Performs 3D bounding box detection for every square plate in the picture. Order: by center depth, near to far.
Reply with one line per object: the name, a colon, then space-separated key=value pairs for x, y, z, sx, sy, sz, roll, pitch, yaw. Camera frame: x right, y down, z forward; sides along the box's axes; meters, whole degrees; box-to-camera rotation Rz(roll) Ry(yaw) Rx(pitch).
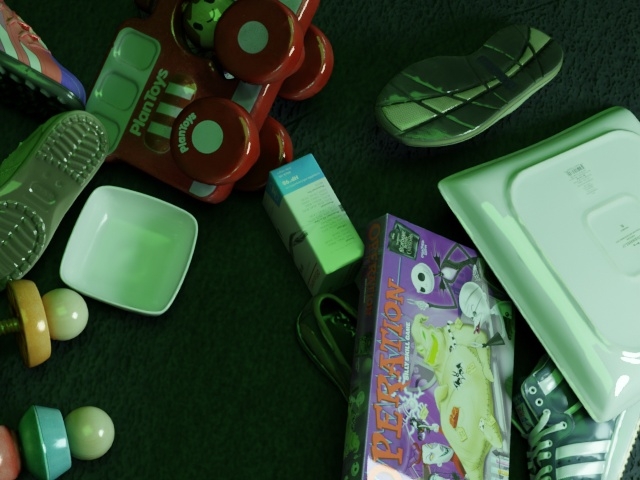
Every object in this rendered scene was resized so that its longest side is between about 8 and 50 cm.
square plate: x=0.365 y=0.006 z=1.539 sx=0.347 sy=0.049 sz=0.344 roll=-23 pitch=73 yaw=-32

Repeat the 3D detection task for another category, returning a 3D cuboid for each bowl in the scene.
bowl: x=-0.225 y=0.018 z=1.490 sx=0.142 sy=0.053 sz=0.142 roll=19 pitch=68 yaw=0

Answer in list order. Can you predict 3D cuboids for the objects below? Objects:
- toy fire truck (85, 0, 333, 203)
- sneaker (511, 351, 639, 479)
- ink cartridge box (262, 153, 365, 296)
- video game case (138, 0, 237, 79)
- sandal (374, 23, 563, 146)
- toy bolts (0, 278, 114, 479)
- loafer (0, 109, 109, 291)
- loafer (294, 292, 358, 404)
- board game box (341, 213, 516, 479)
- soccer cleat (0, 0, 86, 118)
toy fire truck: x=-0.142 y=-0.203 z=1.497 sx=0.253 sy=0.169 sz=0.302 roll=26 pitch=96 yaw=15
sneaker: x=0.265 y=0.258 z=1.446 sx=0.153 sy=0.099 sz=0.282 roll=28 pitch=61 yaw=-2
ink cartridge box: x=0.000 y=0.000 z=1.502 sx=0.060 sy=0.104 sz=0.180 roll=-25 pitch=75 yaw=-16
video game case: x=-0.132 y=-0.316 z=1.635 sx=0.210 sy=0.042 sz=0.232 roll=-13 pitch=72 yaw=-11
sandal: x=0.197 y=-0.186 z=1.620 sx=0.302 sy=0.086 sz=0.120 roll=-26 pitch=69 yaw=-32
toy bolts: x=-0.310 y=0.153 z=1.361 sx=0.158 sy=0.218 sz=0.229 roll=-11 pitch=90 yaw=-19
loafer: x=-0.351 y=-0.042 z=1.473 sx=0.268 sy=0.092 sz=0.102 roll=-48 pitch=112 yaw=-5
loafer: x=0.075 y=0.167 z=1.461 sx=0.267 sy=0.084 sz=0.096 roll=43 pitch=69 yaw=8
board game box: x=0.128 y=0.162 z=1.414 sx=0.208 sy=0.056 sz=0.347 roll=19 pitch=63 yaw=-26
soccer cleat: x=-0.404 y=-0.255 z=1.527 sx=0.318 sy=0.109 sz=0.116 roll=29 pitch=69 yaw=13
